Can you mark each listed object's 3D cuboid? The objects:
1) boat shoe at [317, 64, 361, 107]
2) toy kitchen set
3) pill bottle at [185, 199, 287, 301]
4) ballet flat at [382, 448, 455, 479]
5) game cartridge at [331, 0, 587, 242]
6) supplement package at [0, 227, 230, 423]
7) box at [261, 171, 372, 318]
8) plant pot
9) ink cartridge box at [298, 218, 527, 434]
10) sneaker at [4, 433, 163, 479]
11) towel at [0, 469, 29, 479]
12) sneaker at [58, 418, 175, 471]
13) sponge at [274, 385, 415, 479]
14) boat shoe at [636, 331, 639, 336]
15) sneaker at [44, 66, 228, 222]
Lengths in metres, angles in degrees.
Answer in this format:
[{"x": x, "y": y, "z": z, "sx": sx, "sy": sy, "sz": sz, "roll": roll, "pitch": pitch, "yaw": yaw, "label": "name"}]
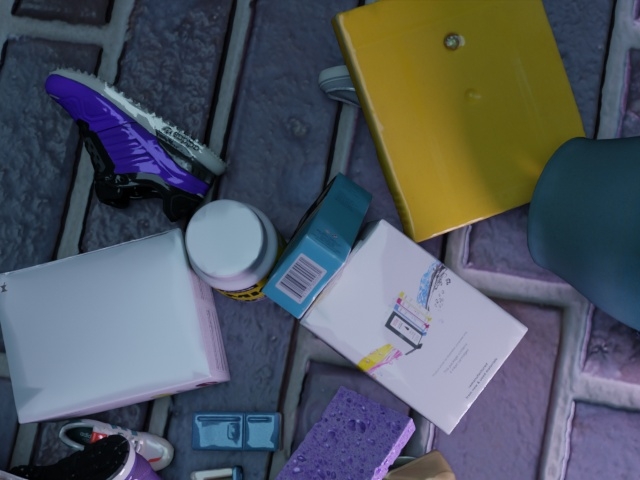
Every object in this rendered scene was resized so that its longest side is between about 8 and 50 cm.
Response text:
[{"x": 0.105, "y": -0.191, "z": 1.540, "sx": 0.228, "sy": 0.079, "sz": 0.081, "roll": 8, "pitch": 77, "yaw": 4, "label": "boat shoe"}, {"x": -0.120, "y": 0.325, "z": 1.432, "sx": 0.122, "sy": 0.166, "sz": 0.207, "roll": -1, "pitch": 81, "yaw": 6, "label": "toy kitchen set"}, {"x": -0.109, "y": 0.014, "z": 1.461, "sx": 0.119, "sy": 0.208, "sz": 0.119, "roll": -1, "pitch": 81, "yaw": 6, "label": "pill bottle"}, {"x": 0.064, "y": 0.337, "z": 1.471, "sx": 0.232, "sy": 0.080, "sz": 0.073, "roll": -15, "pitch": 52, "yaw": 1, "label": "ballet flat"}, {"x": 0.197, "y": -0.191, "z": 1.493, "sx": 0.285, "sy": 0.053, "sz": 0.323, "roll": -19, "pitch": 94, "yaw": -11, "label": "game cartridge"}, {"x": -0.278, "y": 0.121, "z": 1.493, "sx": 0.262, "sy": 0.145, "sz": 0.203, "roll": -14, "pitch": 79, "yaw": 4, "label": "supplement package"}, {"x": 0.000, "y": 0.000, "z": 1.424, "sx": 0.060, "sy": 0.244, "sz": 0.100, "roll": 37, "pitch": 113, "yaw": -5, "label": "box"}, {"x": 0.410, "y": -0.014, "z": 1.381, "sx": 0.255, "sy": 0.272, "sz": 0.271, "roll": 20, "pitch": 82, "yaw": 36, "label": "plant pot"}, {"x": 0.109, "y": 0.106, "z": 1.423, "sx": 0.233, "sy": 0.171, "sz": 0.168, "roll": 38, "pitch": 87, "yaw": -2, "label": "ink cartridge box"}, {"x": -0.337, "y": 0.363, "z": 1.479, "sx": 0.283, "sy": 0.124, "sz": 0.107, "roll": -20, "pitch": 37, "yaw": 24, "label": "sneaker"}, {"x": -0.428, "y": 0.428, "z": 1.426, "sx": 0.317, "sy": 0.053, "sz": 0.331, "roll": 20, "pitch": 117, "yaw": 9, "label": "towel"}, {"x": -0.281, "y": 0.280, "z": 1.501, "sx": 0.161, "sy": 0.075, "sz": 0.057, "roll": 14, "pitch": 82, "yaw": 8, "label": "sneaker"}, {"x": 0.020, "y": 0.298, "z": 1.439, "sx": 0.117, "sy": 0.031, "sz": 0.210, "roll": 22, "pitch": 61, "yaw": 30, "label": "sponge"}, {"x": 0.462, "y": 0.175, "z": 1.436, "sx": 0.109, "sy": 0.089, "sz": 0.258, "roll": 6, "pitch": 58, "yaw": 20, "label": "boat shoe"}, {"x": -0.289, "y": -0.127, "z": 1.556, "sx": 0.293, "sy": 0.102, "sz": 0.146, "roll": 32, "pitch": 86, "yaw": 10, "label": "sneaker"}]
